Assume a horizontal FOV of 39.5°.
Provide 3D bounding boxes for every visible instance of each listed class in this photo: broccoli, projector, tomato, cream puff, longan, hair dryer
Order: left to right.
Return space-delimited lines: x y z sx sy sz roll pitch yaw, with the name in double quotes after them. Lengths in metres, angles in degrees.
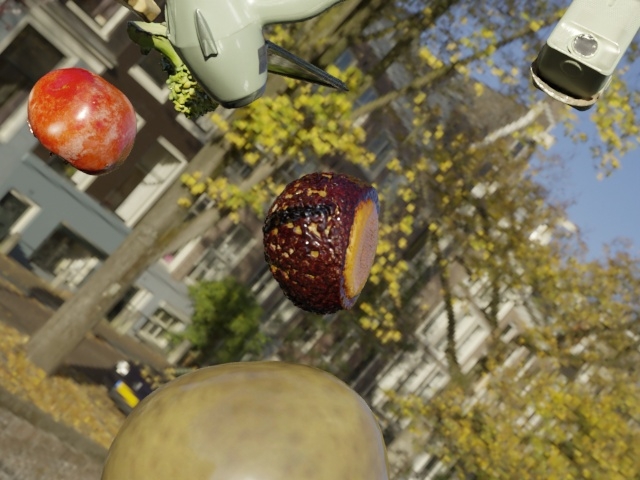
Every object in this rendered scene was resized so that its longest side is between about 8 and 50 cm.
-0.393 -0.201 1.485 0.187 0.151 0.187 33 5 -3 "tomato"
-0.300 -0.371 1.942 0.273 0.180 0.242 -1 36 -32 "broccoli"
-0.080 0.276 0.975 0.319 0.319 0.319 41 -3 3 "longan"
-0.053 -0.268 0.818 0.229 0.267 0.092 50 24 -26 "hair dryer"
0.000 0.000 1.456 0.165 0.239 0.239 11 -14 18 "cream puff"
0.571 -0.410 1.921 0.163 0.242 0.177 32 -15 12 "projector"

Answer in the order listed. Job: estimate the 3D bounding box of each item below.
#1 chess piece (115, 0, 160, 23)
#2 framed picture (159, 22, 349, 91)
-0.428 -0.524 1.691 0.301 0.137 0.137 41 -3 15 "chess piece"
-0.107 -0.327 1.583 0.231 0.018 0.293 18 4 27 "framed picture"
